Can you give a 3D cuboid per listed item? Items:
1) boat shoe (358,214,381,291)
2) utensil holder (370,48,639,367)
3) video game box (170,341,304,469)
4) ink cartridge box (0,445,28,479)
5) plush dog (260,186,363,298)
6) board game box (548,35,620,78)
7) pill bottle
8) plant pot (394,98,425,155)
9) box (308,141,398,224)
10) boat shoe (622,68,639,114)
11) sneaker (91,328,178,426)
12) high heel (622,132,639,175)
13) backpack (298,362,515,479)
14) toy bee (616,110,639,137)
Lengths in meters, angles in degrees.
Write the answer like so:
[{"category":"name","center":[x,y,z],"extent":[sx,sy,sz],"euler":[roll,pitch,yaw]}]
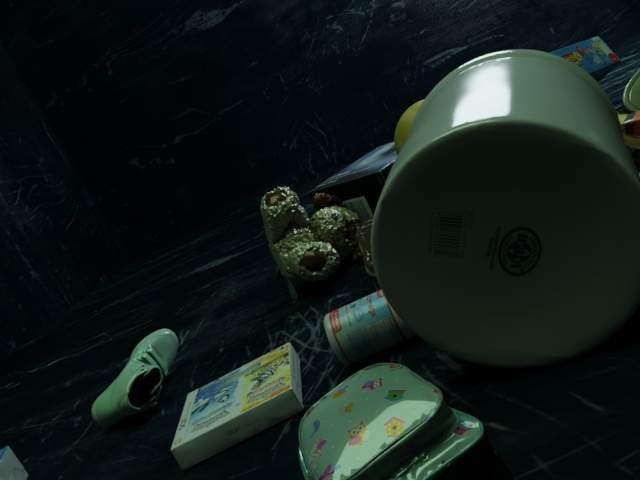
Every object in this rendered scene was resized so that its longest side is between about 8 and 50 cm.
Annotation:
[{"category":"boat shoe","center":[0.127,0.027,1.283],"extent":[0.095,0.095,0.257],"euler":[-16,23,16]},{"category":"utensil holder","center":[0.254,-0.061,0.868],"extent":[0.328,0.327,0.385],"euler":[-23,16,24]},{"category":"video game box","center":[-0.128,0.257,1.032],"extent":[0.205,0.048,0.187],"euler":[-28,15,2]},{"category":"ink cartridge box","center":[-0.666,0.488,1.175],"extent":[0.231,0.078,0.134],"euler":[-30,12,-10]},{"category":"plush dog","center":[0.000,0.000,1.519],"extent":[0.225,0.262,0.210],"euler":[-21,-32,-22]},{"category":"board game box","center":[0.514,-0.327,1.548],"extent":[0.302,0.086,0.308],"euler":[-26,-15,-40]},{"category":"pill bottle","center":[0.093,0.123,0.997],"extent":[0.160,0.087,0.087],"euler":[-26,13,10]},{"category":"plant pot","center":[0.280,-0.197,1.367],"extent":[0.254,0.254,0.239],"euler":[-30,32,-7]},{"category":"box","center":[0.181,-0.138,1.649],"extent":[0.294,0.182,0.296],"euler":[-35,14,-34]},{"category":"boat shoe","center":[0.760,-0.343,1.404],"extent":[0.340,0.127,0.113],"euler":[-40,-14,-19]},{"category":"sneaker","center":[-0.338,0.267,1.323],"extent":[0.151,0.094,0.256],"euler":[-26,21,38]},{"category":"high heel","center":[0.472,-0.181,1.009],"extent":[0.186,0.261,0.093],"euler":[-22,22,35]},{"category":"backpack","center":[0.061,0.205,0.618],"extent":[0.166,0.144,0.188],"euler":[-36,11,-12]},{"category":"toy bee","center":[0.500,-0.185,1.200],"extent":[0.298,0.162,0.195],"euler":[-23,15,23]}]
